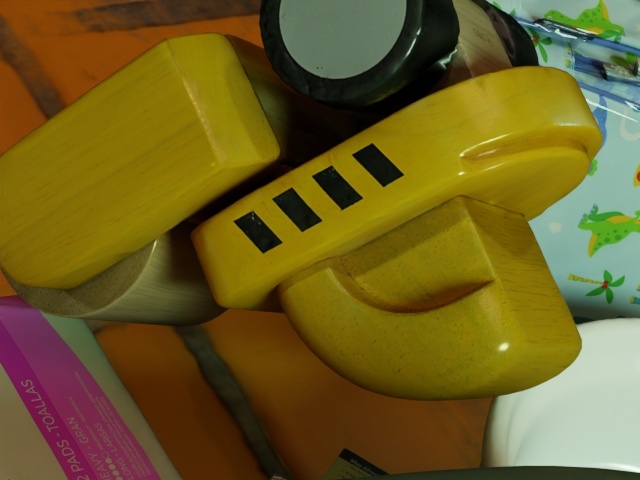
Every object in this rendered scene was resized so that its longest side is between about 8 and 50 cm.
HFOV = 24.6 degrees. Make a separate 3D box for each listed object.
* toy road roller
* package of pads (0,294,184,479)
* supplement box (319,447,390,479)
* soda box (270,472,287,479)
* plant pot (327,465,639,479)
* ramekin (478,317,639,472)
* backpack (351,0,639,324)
[{"bbox_3d":[0.000,0.000,0.821,0.202,0.330,0.240,12,52,-64],"label":"toy road roller"},{"bbox_3d":[-0.224,0.145,0.772,0.297,0.101,0.229,-8,45,-36],"label":"package of pads"},{"bbox_3d":[0.023,0.183,0.864,0.083,0.056,0.083,29,41,14],"label":"supplement box"},{"bbox_3d":[-0.052,0.214,0.756,0.058,0.063,0.183,30,60,15],"label":"soda box"},{"bbox_3d":[0.100,0.223,0.597,0.235,0.293,0.293,-9,46,-17],"label":"plant pot"},{"bbox_3d":[0.211,0.188,0.866,0.277,0.135,0.277,11,40,-9],"label":"ramekin"},{"bbox_3d":[0.168,-0.062,1.047,0.356,0.290,0.273,8,34,-25],"label":"backpack"}]
